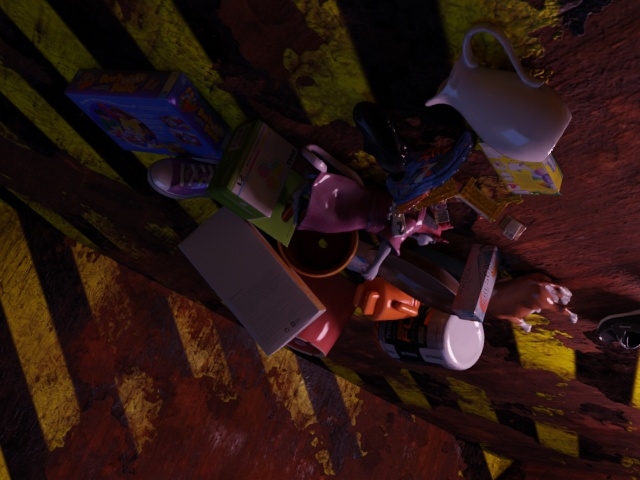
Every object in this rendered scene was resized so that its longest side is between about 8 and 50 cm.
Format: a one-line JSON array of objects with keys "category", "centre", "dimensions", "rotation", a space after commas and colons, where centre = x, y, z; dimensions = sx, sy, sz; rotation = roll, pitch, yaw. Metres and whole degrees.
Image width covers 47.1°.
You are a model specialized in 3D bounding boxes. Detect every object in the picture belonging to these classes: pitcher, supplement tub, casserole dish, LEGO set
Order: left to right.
[{"category": "supplement tub", "centre": [0.323, 0.287, 2.248], "dimensions": [0.193, 0.194, 0.316], "rotation": [37, 155, -33]}, {"category": "casserole dish", "centre": [0.307, 0.067, 1.945], "dimensions": [0.188, 0.037, 0.114], "rotation": [22, 160, 1]}, {"category": "LEGO set", "centre": [0.281, -0.069, 1.543], "dimensions": [0.286, 0.132, 0.107], "rotation": [1, 178, -5]}, {"category": "pitcher", "centre": [0.289, -0.226, 1.136], "dimensions": [0.207, 0.125, 0.178], "rotation": [33, 145, 7]}]

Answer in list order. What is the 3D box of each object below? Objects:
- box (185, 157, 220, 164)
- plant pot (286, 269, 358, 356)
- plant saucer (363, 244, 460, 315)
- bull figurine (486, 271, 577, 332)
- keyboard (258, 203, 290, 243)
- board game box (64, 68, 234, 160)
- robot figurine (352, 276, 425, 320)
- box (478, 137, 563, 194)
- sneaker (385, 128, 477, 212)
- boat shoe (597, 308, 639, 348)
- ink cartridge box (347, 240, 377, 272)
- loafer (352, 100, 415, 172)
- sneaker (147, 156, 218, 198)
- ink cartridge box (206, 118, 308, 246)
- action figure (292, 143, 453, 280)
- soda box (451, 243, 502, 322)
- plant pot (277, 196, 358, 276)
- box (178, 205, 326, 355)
[{"category": "box", "centre": [-0.253, -0.195, 1.899], "dimensions": [0.145, 0.038, 0.186], "rotation": [33, 158, -25]}, {"category": "plant pot", "centre": [-0.026, 0.237, 2.434], "dimensions": [0.274, 0.243, 0.275], "rotation": [20, 159, 8]}, {"category": "plant saucer", "centre": [0.256, 0.096, 1.917], "dimensions": [0.310, 0.050, 0.310], "rotation": [30, 168, 7]}, {"category": "bull figurine", "centre": [0.501, 0.153, 1.858], "dimensions": [0.188, 0.101, 0.310], "rotation": [25, 162, -16]}, {"category": "keyboard", "centre": [-0.173, -0.069, 2.136], "dimensions": [0.201, 0.033, 0.317], "rotation": [21, 160, -12]}, {"category": "board game box", "centre": [-0.404, -0.299, 1.743], "dimensions": [0.347, 0.078, 0.233], "rotation": [10, 156, 32]}, {"category": "robot figurine", "centre": [0.200, 0.168, 2.120], "dimensions": [0.219, 0.128, 0.158], "rotation": [1, 165, -37]}, {"category": "box", "centre": [0.373, -0.141, 1.344], "dimensions": [0.105, 0.043, 0.179], "rotation": [5, 151, 40]}, {"category": "sneaker", "centre": [0.205, -0.141, 1.394], "dimensions": [0.087, 0.083, 0.221], "rotation": [48, 124, -3]}, {"category": "boat shoe", "centre": [0.751, 0.226, 1.798], "dimensions": [0.084, 0.079, 0.233], "rotation": [24, 161, -7]}, {"category": "ink cartridge box", "centre": [0.118, 0.049, 2.081], "dimensions": [0.088, 0.052, 0.122], "rotation": [17, 160, 16]}, {"category": "loafer", "centre": [0.115, -0.193, 1.444], "dimensions": [0.078, 0.076, 0.223], "rotation": [-1, 153, 33]}, {"category": "sneaker", "centre": [-0.259, -0.158, 1.753], "dimensions": [0.282, 0.102, 0.161], "rotation": [5, 167, -30]}, {"category": "ink cartridge box", "centre": [-0.110, -0.128, 1.695], "dimensions": [0.255, 0.189, 0.097], "rotation": [35, 155, -32]}, {"category": "action figure", "centre": [0.124, -0.074, 1.676], "dimensions": [0.369, 0.276, 0.248], "rotation": [9, -158, 1]}, {"category": "soda box", "centre": [0.372, 0.100, 1.739], "dimensions": [0.062, 0.183, 0.058], "rotation": [5, 153, 37]}, {"category": "plant pot", "centre": [0.000, 0.000, 1.911], "dimensions": [0.205, 0.205, 0.188], "rotation": [21, 175, 8]}, {"category": "box", "centre": [-0.162, 0.095, 1.825], "dimensions": [0.345, 0.168, 0.215], "rotation": [50, -179, 5]}]
